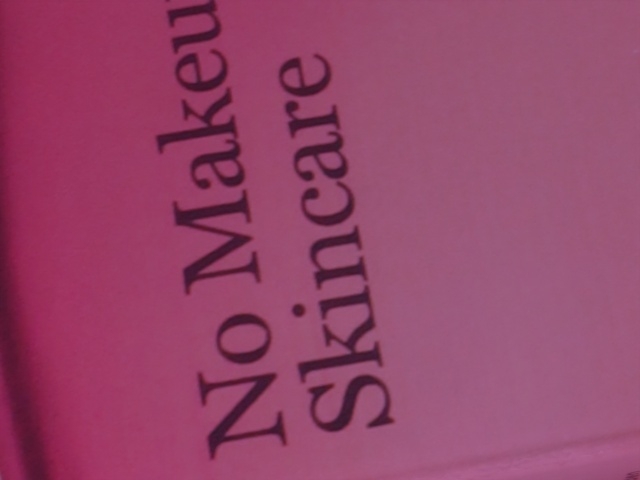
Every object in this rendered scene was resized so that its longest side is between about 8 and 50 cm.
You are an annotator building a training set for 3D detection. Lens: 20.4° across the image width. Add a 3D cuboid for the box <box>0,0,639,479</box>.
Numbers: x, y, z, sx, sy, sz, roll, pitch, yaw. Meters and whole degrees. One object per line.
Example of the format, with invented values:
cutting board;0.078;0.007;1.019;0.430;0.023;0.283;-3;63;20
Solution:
box;0.000;0.000;0.419;0.127;0.232;0.148;83;176;-72
